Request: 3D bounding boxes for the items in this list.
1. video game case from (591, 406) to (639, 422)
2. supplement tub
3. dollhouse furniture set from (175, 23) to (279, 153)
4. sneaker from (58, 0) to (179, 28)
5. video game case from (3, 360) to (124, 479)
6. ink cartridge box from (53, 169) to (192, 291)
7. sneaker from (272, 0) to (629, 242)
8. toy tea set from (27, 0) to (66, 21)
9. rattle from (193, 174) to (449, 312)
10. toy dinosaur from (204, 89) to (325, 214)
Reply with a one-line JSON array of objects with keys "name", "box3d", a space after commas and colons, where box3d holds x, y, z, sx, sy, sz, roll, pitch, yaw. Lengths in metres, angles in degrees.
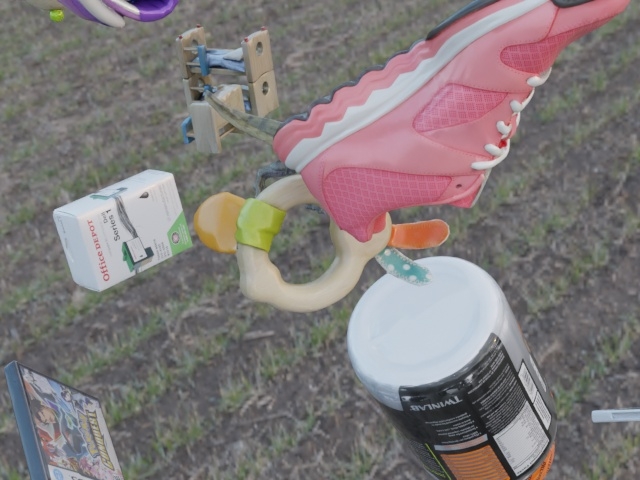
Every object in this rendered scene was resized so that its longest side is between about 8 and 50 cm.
[{"name": "video game case", "box3d": [0.558, 0.271, 1.523, 0.190, 0.022, 0.173, 1, -11, -28]}, {"name": "supplement tub", "box3d": [0.186, 0.195, 1.269, 0.207, 0.338, 0.207, -16, 45, 17]}, {"name": "dollhouse furniture set", "box3d": [-0.166, -0.228, 1.425, 0.129, 0.129, 0.183, 8, 32, 26]}, {"name": "sneaker", "box3d": [-0.157, -0.174, 0.596, 0.161, 0.102, 0.282, 36, 2, -2]}, {"name": "video game case", "box3d": [-0.476, 0.378, 1.832, 0.035, 0.248, 0.275, -36, 52, 9]}, {"name": "ink cartridge box", "box3d": [-0.371, -0.020, 1.832, 0.219, 0.160, 0.092, -30, 27, -35]}, {"name": "sneaker", "box3d": [0.114, -0.101, 0.759, 0.314, 0.136, 0.116, -28, 5, 32]}, {"name": "toy tea set", "box3d": [-0.266, -0.370, 1.302, 0.336, 0.124, 0.200, 3, 13, 41]}, {"name": "rattle", "box3d": [0.000, 0.000, 0.922, 0.200, 0.130, 0.143, -10, -5, -27]}, {"name": "toy dinosaur", "box3d": [-0.025, -0.099, 1.217, 0.268, 0.118, 0.064, 14, 14, -4]}]
